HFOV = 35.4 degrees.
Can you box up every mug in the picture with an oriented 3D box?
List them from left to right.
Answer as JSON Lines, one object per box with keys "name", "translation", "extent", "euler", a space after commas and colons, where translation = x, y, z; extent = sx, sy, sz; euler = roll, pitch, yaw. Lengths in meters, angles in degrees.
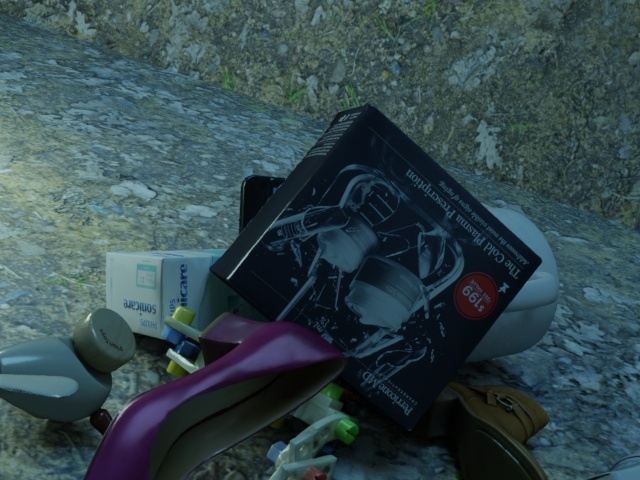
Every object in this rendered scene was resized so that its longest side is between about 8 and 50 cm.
{"name": "mug", "translation": [0.236, 0.085, 1.729], "extent": [0.328, 0.276, 0.374], "euler": [-4, 3, -36]}

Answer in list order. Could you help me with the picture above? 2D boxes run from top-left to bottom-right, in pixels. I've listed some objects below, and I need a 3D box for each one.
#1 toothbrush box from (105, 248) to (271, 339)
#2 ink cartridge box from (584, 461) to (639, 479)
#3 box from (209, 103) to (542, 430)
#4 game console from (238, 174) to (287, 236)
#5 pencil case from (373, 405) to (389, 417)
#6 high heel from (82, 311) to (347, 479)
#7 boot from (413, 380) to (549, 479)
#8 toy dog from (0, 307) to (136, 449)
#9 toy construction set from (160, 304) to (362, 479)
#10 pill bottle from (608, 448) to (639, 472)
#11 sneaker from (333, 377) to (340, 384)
{"name": "toothbrush box", "translation": [-0.166, 0.078, 1.595], "extent": [0.295, 0.126, 0.216], "euler": [-3, 3, -33]}
{"name": "ink cartridge box", "translation": [0.474, 0.417, 1.241], "extent": [0.303, 0.072, 0.307], "euler": [1, 67, -46]}
{"name": "box", "translation": [0.076, 0.036, 1.438], "extent": [0.343, 0.312, 0.179], "euler": [40, -6, -13]}
{"name": "game console", "translation": [0.000, 0.000, 1.997], "extent": [0.293, 0.250, 0.173], "euler": [4, -3, -31]}
{"name": "pencil case", "translation": [0.080, 0.221, 1.613], "extent": [0.064, 0.070, 0.151], "euler": [-30, 41, -19]}
{"name": "high heel", "translation": [-0.126, 0.226, 1.184], "extent": [0.181, 0.127, 0.377], "euler": [13, 48, 27]}
{"name": "boot", "translation": [0.283, 0.304, 1.530], "extent": [0.220, 0.109, 0.283], "euler": [2, 17, -44]}
{"name": "toy dog", "translation": [-0.349, 0.201, 1.211], "extent": [0.333, 0.220, 0.161], "euler": [-20, 72, -47]}
{"name": "toy construction set", "translation": [-0.069, 0.218, 1.382], "extent": [0.327, 0.151, 0.215], "euler": [43, 8, 37]}
{"name": "pill bottle", "translation": [0.455, 0.375, 1.416], "extent": [0.121, 0.121, 0.216], "euler": [25, 22, 21]}
{"name": "sneaker", "translation": [-0.019, 0.194, 1.631], "extent": [0.086, 0.064, 0.192], "euler": [41, -1, -16]}
